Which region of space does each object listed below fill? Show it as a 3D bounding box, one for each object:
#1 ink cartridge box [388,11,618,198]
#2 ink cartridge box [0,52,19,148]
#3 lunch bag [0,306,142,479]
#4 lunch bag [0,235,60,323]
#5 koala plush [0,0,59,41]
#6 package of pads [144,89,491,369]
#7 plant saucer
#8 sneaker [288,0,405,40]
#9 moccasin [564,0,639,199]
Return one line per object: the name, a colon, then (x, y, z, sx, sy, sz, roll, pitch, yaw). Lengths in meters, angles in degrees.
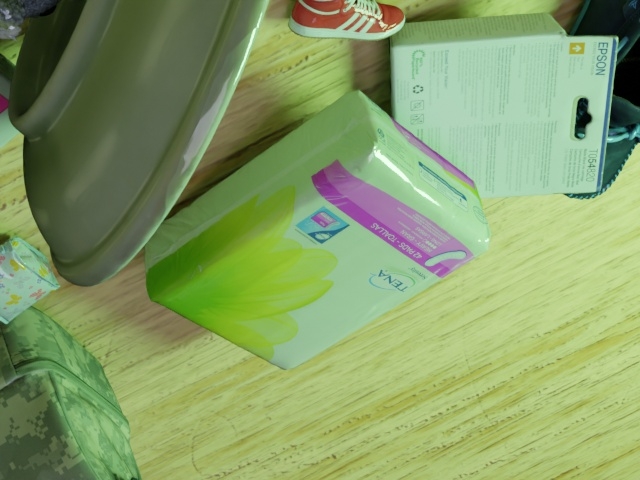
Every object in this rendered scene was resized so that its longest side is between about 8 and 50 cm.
ink cartridge box: (0.181, -0.133, 1.688, 0.224, 0.045, 0.223, -2, 136, 0)
ink cartridge box: (-0.408, -0.116, 1.384, 0.239, 0.060, 0.275, -40, 139, 8)
lunch bag: (-0.332, 0.259, 1.660, 0.305, 0.256, 0.212, -33, 140, 3)
lunch bag: (-0.306, 0.033, 1.604, 0.071, 0.053, 0.083, -35, 150, 8)
koala plush: (-0.261, -0.220, 1.205, 0.196, 0.221, 0.203, -54, 138, -18)
package of pads: (0.000, 0.000, 1.683, 0.296, 0.101, 0.229, -32, 139, 23)
plant saucer: (-0.152, -0.167, 1.260, 0.100, 0.400, 0.400, 22, 119, -20)
sneaker: (0.032, -0.225, 1.557, 0.118, 0.042, 0.067, -6, 137, -24)
moccasin: (0.312, -0.165, 1.734, 0.137, 0.117, 0.342, -13, 137, -21)
